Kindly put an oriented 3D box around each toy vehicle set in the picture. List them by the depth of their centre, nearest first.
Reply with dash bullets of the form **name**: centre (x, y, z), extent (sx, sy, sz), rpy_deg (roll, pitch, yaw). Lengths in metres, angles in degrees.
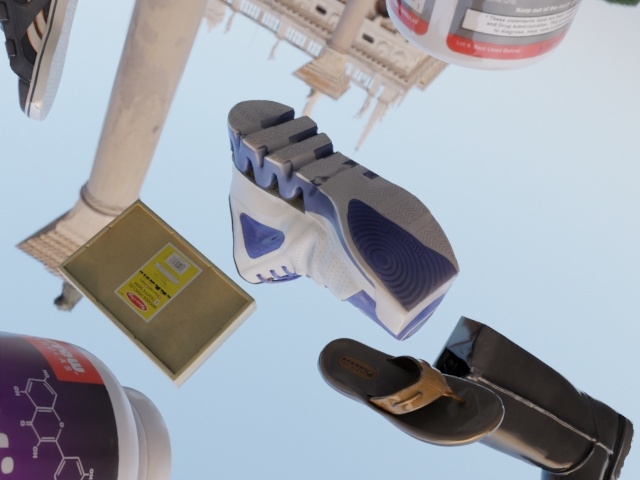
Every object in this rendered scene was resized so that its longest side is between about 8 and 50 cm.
- **toy vehicle set**: centre (-0.248, 0.072, 0.968), extent (0.267, 0.035, 0.166), rpy_deg (39, -112, 18)

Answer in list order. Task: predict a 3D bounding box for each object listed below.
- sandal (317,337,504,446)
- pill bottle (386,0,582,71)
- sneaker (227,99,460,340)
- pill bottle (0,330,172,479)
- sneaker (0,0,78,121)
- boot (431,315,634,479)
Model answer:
- **sandal**: centre (0.095, 0.157, 0.715), extent (0.219, 0.060, 0.090), rpy_deg (23, -128, 25)
- **pill bottle**: centre (0.193, -0.363, 0.594), extent (0.210, 0.363, 0.210), rpy_deg (4, -128, -5)
- **sneaker**: centre (-0.001, -0.001, 0.721), extent (0.127, 0.182, 0.315), rpy_deg (-26, -120, -37)
- **pill bottle**: centre (-0.238, 0.138, 0.375), extent (0.181, 0.181, 0.323), rpy_deg (51, -169, 29)
- **sneaker**: centre (-0.527, -0.383, 1.163), extent (0.127, 0.321, 0.126), rpy_deg (12, 175, -16)
- **boot**: centre (0.368, 0.396, 1.191), extent (0.445, 0.146, 0.367), rpy_deg (33, -111, -24)
